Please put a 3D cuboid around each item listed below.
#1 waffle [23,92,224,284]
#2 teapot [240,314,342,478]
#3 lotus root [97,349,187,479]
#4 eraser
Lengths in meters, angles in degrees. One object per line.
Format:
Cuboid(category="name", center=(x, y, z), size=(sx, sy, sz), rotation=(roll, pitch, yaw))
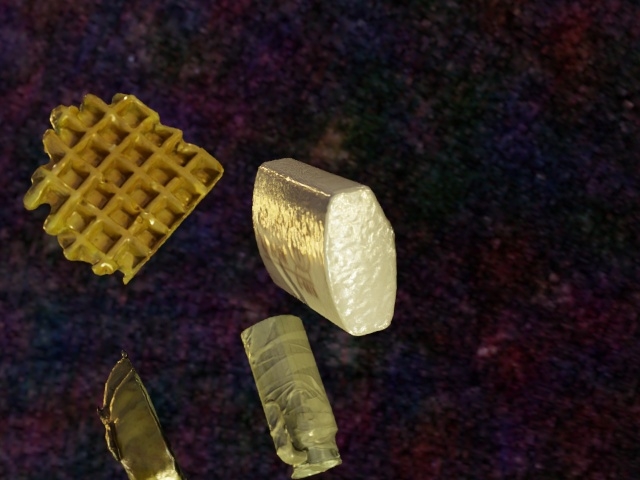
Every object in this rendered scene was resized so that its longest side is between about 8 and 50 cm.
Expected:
Cuboid(category="waffle", center=(-0.271, -0.079, 1.615), size=(0.229, 0.219, 0.057), rotation=(-50, 1, -28))
Cuboid(category="teapot", center=(-0.041, 0.197, 1.619), size=(0.077, 0.107, 0.200), rotation=(-28, 68, 22))
Cuboid(category="lotus root", center=(-0.241, 0.251, 1.667), size=(0.078, 0.183, 0.203), rotation=(-24, 74, -10))
Cuboid(category="eraser", center=(0.000, 0.000, 1.580), size=(0.270, 0.095, 0.174), rotation=(-151, 51, -67))
